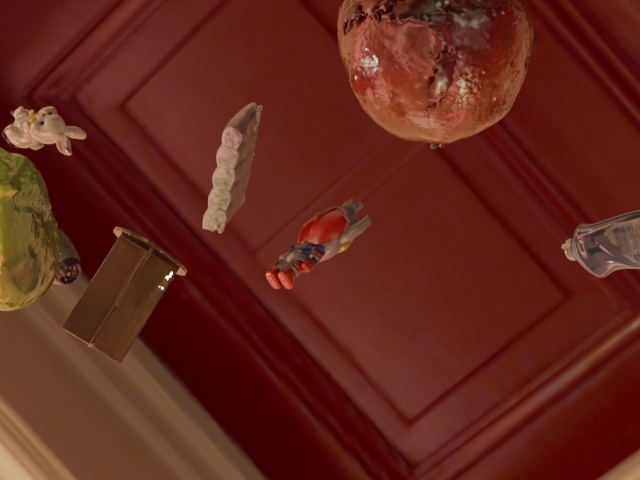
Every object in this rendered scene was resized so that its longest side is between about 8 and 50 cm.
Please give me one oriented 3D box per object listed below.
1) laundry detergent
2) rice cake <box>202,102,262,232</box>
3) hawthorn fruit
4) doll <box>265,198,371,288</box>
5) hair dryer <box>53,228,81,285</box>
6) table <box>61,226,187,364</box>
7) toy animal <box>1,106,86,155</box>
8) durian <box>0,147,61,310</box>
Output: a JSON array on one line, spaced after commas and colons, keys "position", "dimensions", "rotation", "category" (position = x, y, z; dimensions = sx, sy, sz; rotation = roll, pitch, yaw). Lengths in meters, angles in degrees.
[{"position": [0.459, 0.004, 1.838], "dimensions": [0.061, 0.206, 0.096], "rotation": [-41, -68, -45], "category": "laundry detergent"}, {"position": [-0.131, -0.110, 1.821], "dimensions": [0.037, 0.189, 0.198], "rotation": [15, -156, 3], "category": "rice cake"}, {"position": [0.162, -0.289, 1.710], "dimensions": [0.316, 0.316, 0.316], "rotation": [43, -162, -18], "category": "hawthorn fruit"}, {"position": [0.001, 0.000, 1.696], "dimensions": [0.062, 0.104, 0.195], "rotation": [51, -125, -7], "category": "doll"}, {"position": [-0.566, -0.013, 2.106], "dimensions": [0.267, 0.092, 0.229], "rotation": [8, -150, -35], "category": "hair dryer"}, {"position": [-0.389, 0.112, 2.361], "dimensions": [0.167, 0.226, 0.167], "rotation": [29, 166, 8], "category": "table"}, {"position": [-0.479, -0.190, 2.081], "dimensions": [0.071, 0.124, 0.085], "rotation": [-59, -44, -50], "category": "toy animal"}, {"position": [-0.319, 0.000, 1.233], "dimensions": [0.101, 0.139, 0.250], "rotation": [32, 153, 20], "category": "durian"}]
